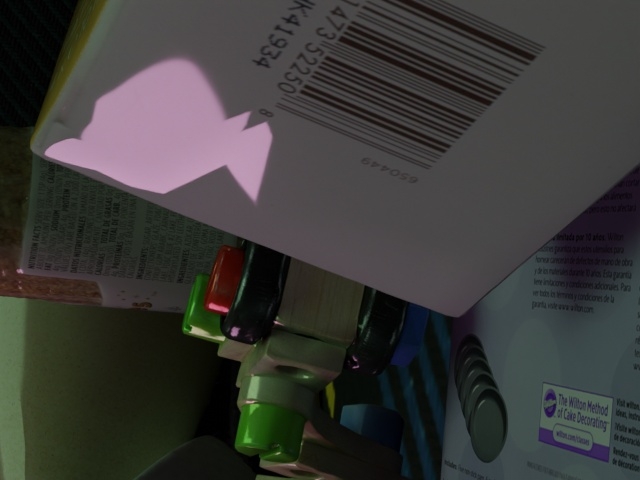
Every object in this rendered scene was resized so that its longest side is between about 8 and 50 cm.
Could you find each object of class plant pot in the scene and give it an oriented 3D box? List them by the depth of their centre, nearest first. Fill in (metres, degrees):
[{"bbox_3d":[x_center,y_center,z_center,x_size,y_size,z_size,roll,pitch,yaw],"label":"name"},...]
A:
[{"bbox_3d":[-0.184,0.090,1.118,0.256,0.256,0.274,128,149,-60],"label":"plant pot"}]

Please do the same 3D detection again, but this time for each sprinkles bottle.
[{"bbox_3d":[-0.154,-0.014,0.922,0.121,0.355,0.121,-175,90,-73],"label":"sprinkles bottle"}]

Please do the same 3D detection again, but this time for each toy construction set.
[{"bbox_3d":[0.000,0.000,0.686,0.215,0.151,0.327,129,140,-67],"label":"toy construction set"}]

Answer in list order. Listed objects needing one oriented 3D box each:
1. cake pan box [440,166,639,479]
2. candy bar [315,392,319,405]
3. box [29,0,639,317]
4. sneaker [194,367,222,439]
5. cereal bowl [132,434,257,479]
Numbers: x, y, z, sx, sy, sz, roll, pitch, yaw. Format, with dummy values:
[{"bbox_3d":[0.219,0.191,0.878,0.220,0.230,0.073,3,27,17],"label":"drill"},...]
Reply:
[{"bbox_3d":[0.125,0.014,0.503,0.267,0.070,0.245,175,97,-73],"label":"cake pan box"},{"bbox_3d":[-0.011,0.146,0.988,0.040,0.018,0.161,130,142,-62],"label":"candy bar"},{"bbox_3d":[0.046,-0.186,0.487,0.215,0.168,0.345,-49,25,52],"label":"box"},{"bbox_3d":[-0.131,0.108,1.280,0.090,0.081,0.232,104,164,-49],"label":"sneaker"},{"bbox_3d":[-0.137,0.306,0.972,0.339,0.141,0.339,-48,-11,-13],"label":"cereal bowl"}]
